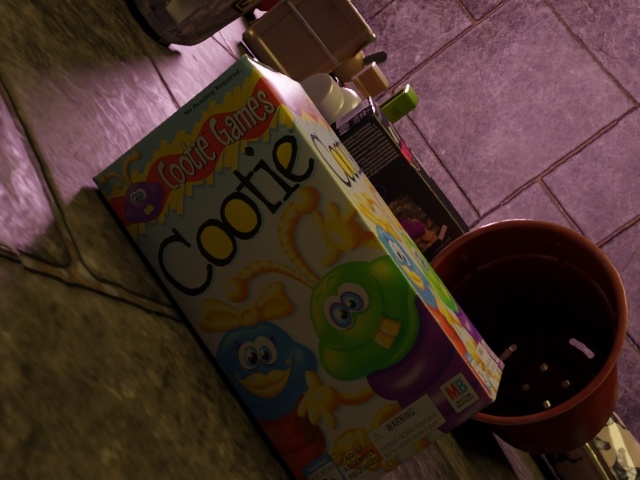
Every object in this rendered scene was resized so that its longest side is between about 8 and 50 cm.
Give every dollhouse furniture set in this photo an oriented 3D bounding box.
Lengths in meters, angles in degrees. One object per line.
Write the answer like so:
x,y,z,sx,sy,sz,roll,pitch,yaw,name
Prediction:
0.017,-0.327,1.704,0.302,0.197,0.151,51,13,-15,dollhouse furniture set

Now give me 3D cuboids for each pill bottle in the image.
0.039,-0.185,1.574,0.208,0.117,0.118,44,15,-40,pill bottle

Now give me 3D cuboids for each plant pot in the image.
0.281,0.153,1.236,0.272,0.272,0.265,61,6,35,plant pot

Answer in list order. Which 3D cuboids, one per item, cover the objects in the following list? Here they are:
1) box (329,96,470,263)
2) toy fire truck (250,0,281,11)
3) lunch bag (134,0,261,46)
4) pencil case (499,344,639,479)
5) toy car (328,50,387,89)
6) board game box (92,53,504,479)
0.101,-0.058,1.377,0.270,0.143,0.165,51,12,-14,box
-0.046,-0.519,1.994,0.302,0.253,0.170,-89,176,-71,toy fire truck
-0.125,-0.371,1.152,0.169,0.235,0.287,49,12,-35,lunch bag
0.426,0.319,1.530,0.410,0.159,0.183,59,-2,24,pencil case
0.057,-0.378,2.042,0.149,0.188,0.155,37,20,-54,toy car
-0.009,0.027,0.666,0.275,0.144,0.142,54,12,7,board game box
